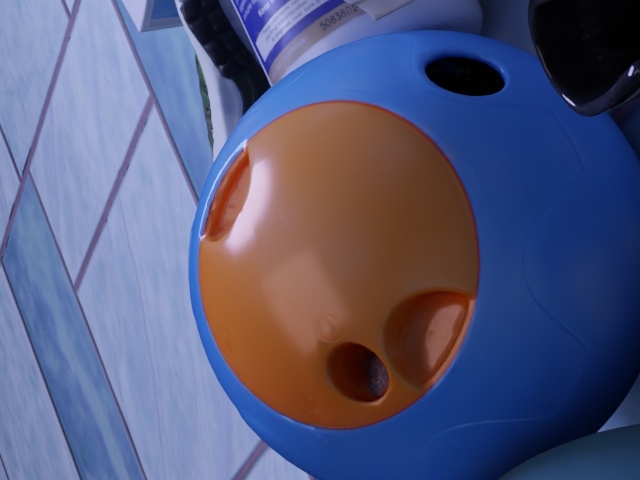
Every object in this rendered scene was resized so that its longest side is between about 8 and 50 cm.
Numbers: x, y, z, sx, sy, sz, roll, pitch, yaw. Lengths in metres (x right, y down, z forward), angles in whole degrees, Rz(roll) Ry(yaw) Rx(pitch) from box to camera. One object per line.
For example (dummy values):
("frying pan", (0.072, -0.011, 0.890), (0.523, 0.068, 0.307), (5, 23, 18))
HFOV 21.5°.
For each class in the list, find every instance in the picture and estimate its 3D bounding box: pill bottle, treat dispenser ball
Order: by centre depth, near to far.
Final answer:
("treat dispenser ball", (0.063, 0.016, 1.028), (0.288, 0.288, 0.288), (40, 137, 51))
("pill bottle", (-0.008, -0.227, 1.166), (0.265, 0.153, 0.153), (64, 153, 14))

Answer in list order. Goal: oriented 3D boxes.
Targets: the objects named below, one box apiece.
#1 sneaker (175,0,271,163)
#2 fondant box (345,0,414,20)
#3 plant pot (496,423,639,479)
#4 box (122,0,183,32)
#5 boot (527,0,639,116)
("sneaker", (-0.046, -0.158, 1.356), (0.182, 0.158, 0.410), (-133, 39, -75))
("fondant box", (0.115, -0.278, 0.760), (0.330, 0.096, 0.238), (-62, 19, -18))
("plant pot", (0.192, 0.240, 0.909), (0.293, 0.293, 0.235), (112, 154, -51))
("box", (-0.106, -0.289, 1.417), (0.103, 0.114, 0.203), (60, 150, 32))
("boot", (0.234, -0.152, 0.661), (0.118, 0.222, 0.338), (63, 152, 18))
